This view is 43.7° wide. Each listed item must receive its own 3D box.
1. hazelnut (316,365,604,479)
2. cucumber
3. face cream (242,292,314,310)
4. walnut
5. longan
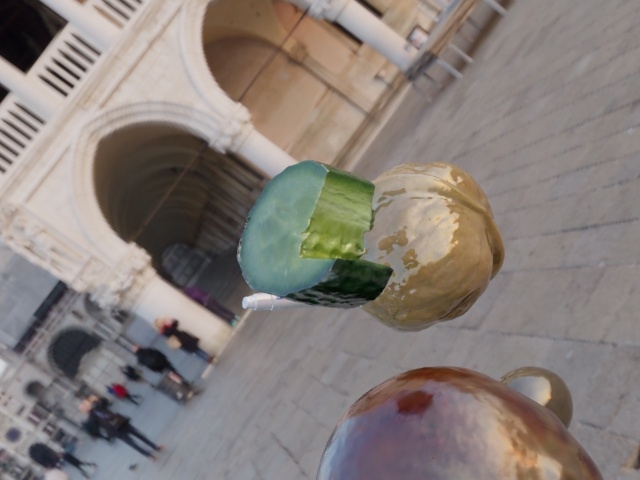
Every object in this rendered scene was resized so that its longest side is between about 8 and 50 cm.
[{"bbox_3d":[0.205,0.360,1.101,0.353,0.421,0.421,-37,-8,-48],"label":"hazelnut"},{"bbox_3d":[-0.008,-0.001,1.055,0.191,0.130,0.191,-11,72,37],"label":"cucumber"},{"bbox_3d":[-0.065,0.100,1.336,0.034,0.130,0.034,176,90,-72],"label":"face cream"},{"bbox_3d":[0.166,0.008,1.337,0.285,0.285,0.296,-48,18,42],"label":"walnut"},{"bbox_3d":[0.451,0.369,1.733,0.212,0.198,0.198,-44,0,-37],"label":"longan"}]
